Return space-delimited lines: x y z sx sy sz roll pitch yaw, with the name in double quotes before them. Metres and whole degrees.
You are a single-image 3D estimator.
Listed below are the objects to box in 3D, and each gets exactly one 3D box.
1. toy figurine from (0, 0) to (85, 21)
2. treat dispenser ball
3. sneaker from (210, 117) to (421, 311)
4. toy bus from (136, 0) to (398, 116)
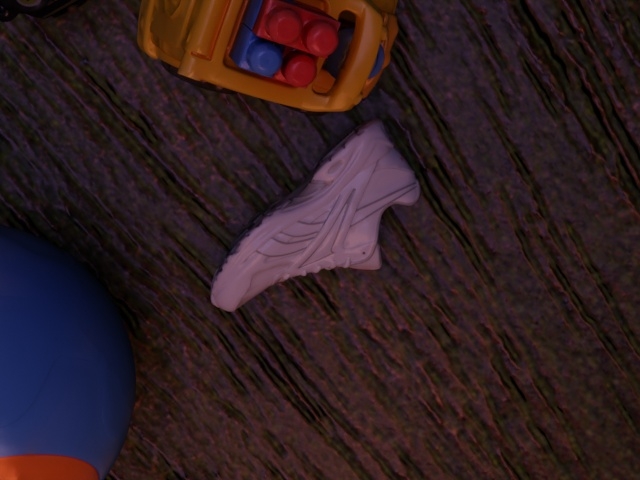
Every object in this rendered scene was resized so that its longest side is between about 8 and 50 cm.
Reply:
"toy figurine" -0.292 -0.307 0.913 0.210 0.148 0.213 18 99 0
"treat dispenser ball" -0.305 0.126 0.904 0.288 0.288 0.288 0 98 3
"sneaker" 0.000 0.000 0.974 0.232 0.090 0.115 -42 97 8
"toy bus" -0.018 -0.172 0.863 0.220 0.211 0.149 13 107 -27
